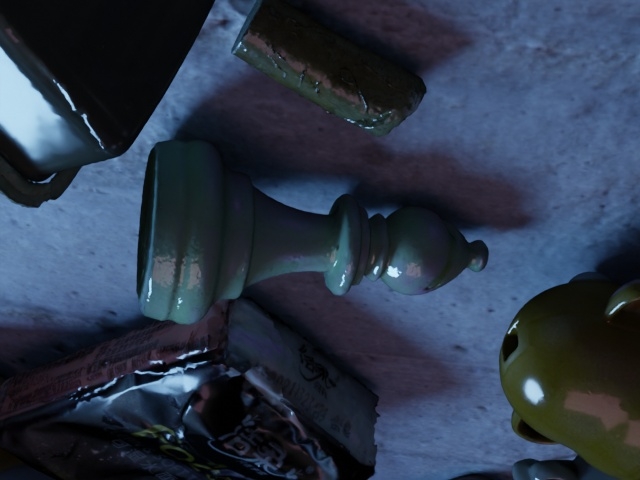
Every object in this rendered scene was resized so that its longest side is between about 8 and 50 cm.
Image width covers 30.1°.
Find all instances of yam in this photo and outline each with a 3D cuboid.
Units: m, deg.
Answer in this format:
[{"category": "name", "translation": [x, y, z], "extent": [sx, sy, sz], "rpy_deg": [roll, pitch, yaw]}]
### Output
[{"category": "yam", "translation": [0.004, -0.116, 0.796], "extent": [0.132, 0.054, 0.054], "rpy_deg": [27, 140, -22]}]

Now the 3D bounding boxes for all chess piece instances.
[{"category": "chess piece", "translation": [0.000, 0.000, 0.911], "extent": [0.271, 0.139, 0.139], "rpy_deg": [4, 144, -13]}]

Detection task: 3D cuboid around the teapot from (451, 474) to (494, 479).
[{"category": "teapot", "translation": [0.176, 0.451, 1.353], "extent": [0.361, 0.305, 0.376], "rpy_deg": [-25, 103, 26]}]

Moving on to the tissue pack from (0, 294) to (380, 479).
[{"category": "tissue pack", "translation": [-0.135, 0.178, 1.155], "extent": [0.332, 0.123, 0.245], "rpy_deg": [-20, 137, 33]}]

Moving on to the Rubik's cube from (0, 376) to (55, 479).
[{"category": "Rubik's cube", "translation": [-0.453, 0.342, 1.250], "extent": [0.351, 0.352, 0.347], "rpy_deg": [-14, 137, 24]}]

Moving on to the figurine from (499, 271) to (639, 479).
[{"category": "figurine", "translation": [0.279, 0.117, 0.947], "extent": [0.285, 0.167, 0.342], "rpy_deg": [11, 115, -13]}]

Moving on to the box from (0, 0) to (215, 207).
[{"category": "box", "translation": [-0.188, -0.175, 0.626], "extent": [0.166, 0.220, 0.290], "rpy_deg": [1, 145, 34]}]
